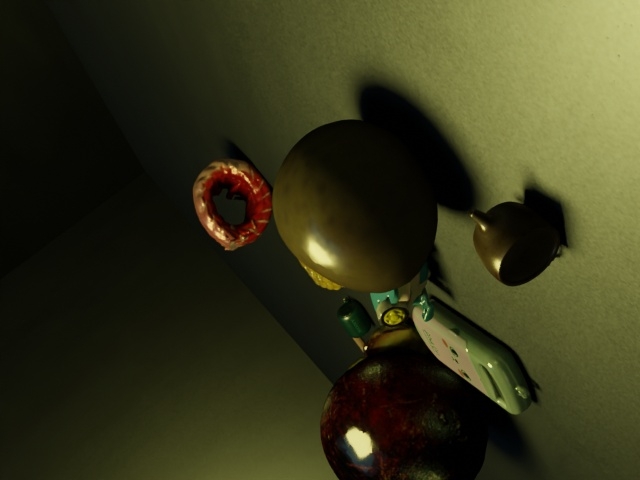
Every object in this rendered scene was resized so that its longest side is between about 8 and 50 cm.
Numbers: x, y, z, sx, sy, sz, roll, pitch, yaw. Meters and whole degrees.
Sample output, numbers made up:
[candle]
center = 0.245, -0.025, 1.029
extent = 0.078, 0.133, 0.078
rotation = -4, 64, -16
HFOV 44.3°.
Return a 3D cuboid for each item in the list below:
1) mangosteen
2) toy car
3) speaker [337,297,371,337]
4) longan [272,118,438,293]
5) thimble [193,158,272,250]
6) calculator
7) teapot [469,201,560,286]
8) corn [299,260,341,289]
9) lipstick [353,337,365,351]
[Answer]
[mangosteen]
center = 0.153, 0.333, 1.433
extent = 0.330, 0.330, 0.330
rotation = 48, 168, 14
[toy car]
center = 0.126, 0.037, 1.159
extent = 0.126, 0.098, 0.161
rotation = -109, 25, -47
[speaker]
center = 0.068, 0.172, 1.776
extent = 0.075, 0.060, 0.094
rotation = 59, 166, -27
[longan]
center = 0.041, -0.042, 0.933
extent = 0.220, 0.196, 0.196
rotation = 51, 172, 45
[thimble]
center = -0.192, -0.083, 1.729
extent = 0.189, 0.163, 0.125
rotation = 65, 169, 2
[calculator]
center = 0.234, 0.178, 1.221
extent = 0.246, 0.045, 0.141
rotation = 35, 160, 50
[teapot]
center = 0.193, -0.001, 0.787
extent = 0.121, 0.076, 0.068
rotation = 22, -158, -42
[corn]
center = 0.000, 0.000, 1.410
extent = 0.115, 0.115, 0.318
rotation = 46, 167, 24
[lipstick]
center = 0.112, 0.276, 2.021
extent = 0.094, 0.019, 0.019
rotation = 53, 168, -12
